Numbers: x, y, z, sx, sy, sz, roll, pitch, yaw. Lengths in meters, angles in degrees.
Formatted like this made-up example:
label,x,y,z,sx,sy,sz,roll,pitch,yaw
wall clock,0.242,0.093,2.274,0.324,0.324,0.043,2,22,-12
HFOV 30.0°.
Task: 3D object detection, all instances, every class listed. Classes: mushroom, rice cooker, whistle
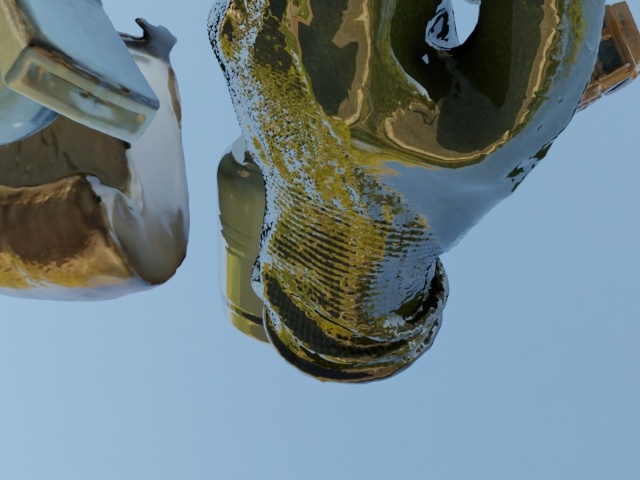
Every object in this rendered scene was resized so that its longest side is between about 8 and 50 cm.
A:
label,x,y,z,sx,sy,sz,roll,pitch,yaw
mushroom,-0.349,-0.053,1.301,0.397,0.224,0.314,-16,-106,20
rice cooker,0.000,0.000,1.272,0.226,0.226,0.244,19,-62,34
whistle,-0.222,-0.121,0.803,0.163,0.163,0.290,-53,-140,18

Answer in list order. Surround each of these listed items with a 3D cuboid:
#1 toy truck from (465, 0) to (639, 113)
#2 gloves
label,x,y,z,sx,sy,sz,roll,pitch,yaw
toy truck,0.204,-0.240,1.067,0.140,0.108,0.257,-22,-93,-8
gloves,0.022,-0.061,0.377,0.135,0.107,0.268,44,-45,34
